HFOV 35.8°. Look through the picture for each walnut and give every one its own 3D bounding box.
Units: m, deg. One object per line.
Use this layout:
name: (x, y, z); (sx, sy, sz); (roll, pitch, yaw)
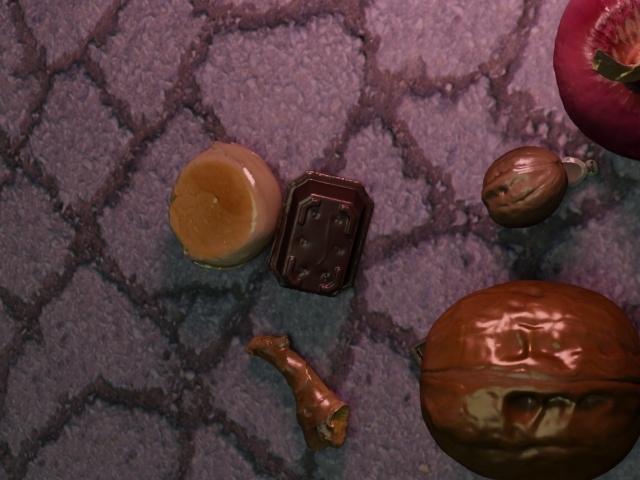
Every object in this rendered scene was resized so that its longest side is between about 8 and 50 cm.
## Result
walnut: (0.369, 0.245, 1.712); (0.398, 0.308, 0.354); (-4, 89, 10)
walnut: (0.361, -0.094, 1.761); (0.140, 0.140, 0.162); (55, 146, 6)

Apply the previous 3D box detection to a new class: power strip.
power strip: (0.453, -0.123, 1.769); (0.083, 0.035, 0.055); (-10, 96, 28)

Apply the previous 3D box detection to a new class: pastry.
pastry: (-0.194, -0.069, 2.022); (0.265, 0.133, 0.265); (5, 101, 25)

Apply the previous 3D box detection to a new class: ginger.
ginger: (-0.045, 0.312, 2.063); (0.294, 0.086, 0.131); (48, 124, 18)

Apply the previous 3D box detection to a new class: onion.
onion: (0.545, -0.276, 1.554); (0.358, 0.345, 0.358); (9, 135, 9)

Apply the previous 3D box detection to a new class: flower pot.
flower pot: (0.000, 0.000, 1.938); (0.179, 0.084, 0.251); (12, 106, -4)

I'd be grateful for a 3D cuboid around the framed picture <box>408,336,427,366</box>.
framed picture: (0.322, 0.277, 1.915); (0.209, 0.019, 0.281); (-33, 86, 26)
